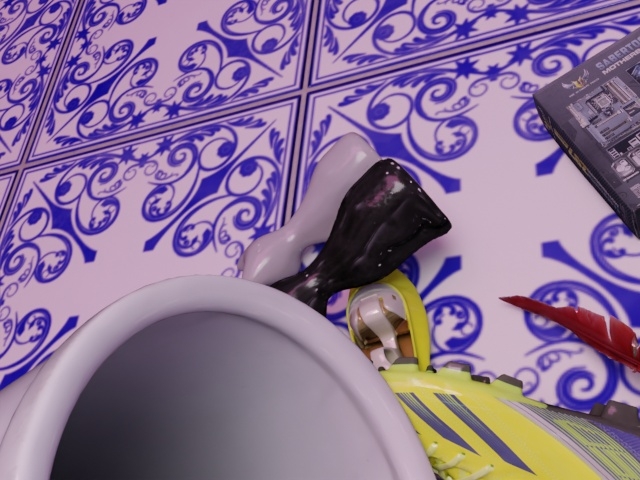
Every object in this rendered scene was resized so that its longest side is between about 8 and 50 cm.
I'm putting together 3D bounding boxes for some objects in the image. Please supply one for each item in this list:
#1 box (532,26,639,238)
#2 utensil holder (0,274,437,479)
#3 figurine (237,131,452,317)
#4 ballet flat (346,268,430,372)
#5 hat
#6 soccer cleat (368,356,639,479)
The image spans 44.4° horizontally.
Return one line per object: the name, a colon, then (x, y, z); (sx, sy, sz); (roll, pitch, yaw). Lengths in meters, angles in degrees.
box: (0.347, -0.133, 0.737); (0.232, 0.059, 0.183); (-32, 49, 8)
utensil holder: (-0.155, 0.243, 0.536); (0.385, 0.327, 0.328); (-29, 46, 33)
figurine: (0.000, 0.000, 0.798); (0.209, 0.092, 0.215); (-43, 22, 4)
ballet flat: (0.063, 0.102, 0.727); (0.077, 0.077, 0.231); (-23, 50, 17)
hat: (0.267, 0.118, 0.618); (0.183, 0.173, 0.209); (-45, 23, 42)
soccer cleat: (0.136, 0.165, 0.589); (0.289, 0.093, 0.121); (11, 77, 12)
